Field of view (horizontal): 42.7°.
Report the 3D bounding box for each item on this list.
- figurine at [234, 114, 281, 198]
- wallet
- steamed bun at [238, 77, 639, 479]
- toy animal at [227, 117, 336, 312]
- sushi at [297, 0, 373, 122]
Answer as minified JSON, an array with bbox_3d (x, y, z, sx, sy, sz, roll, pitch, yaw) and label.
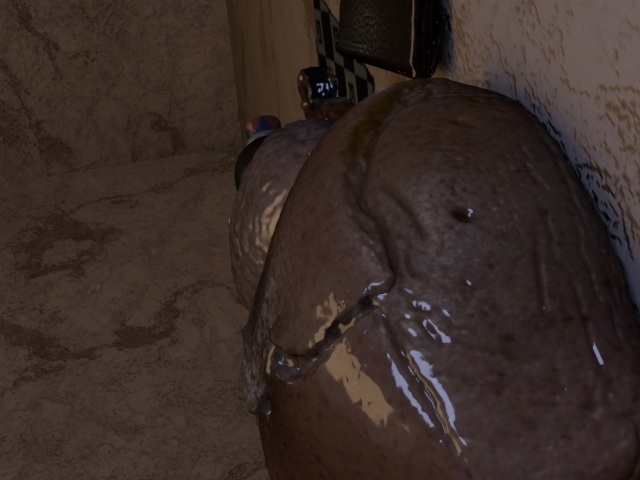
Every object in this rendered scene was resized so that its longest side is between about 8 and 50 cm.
[{"bbox_3d":[-0.066,-0.080,1.392,0.158,0.161,0.275,-6,-92,-61],"label":"figurine"},{"bbox_3d":[0.055,-0.215,0.706,0.243,0.039,0.132,-122,30,-71],"label":"wallet"},{"bbox_3d":[0.047,0.061,0.495,0.251,0.199,0.301,89,169,-47],"label":"steamed bun"},{"bbox_3d":[0.000,-0.004,0.819,0.358,0.188,0.226,95,158,-62],"label":"toy animal"},{"bbox_3d":[0.000,-0.134,1.098,0.339,0.069,0.320,-110,12,-53],"label":"sushi"}]
